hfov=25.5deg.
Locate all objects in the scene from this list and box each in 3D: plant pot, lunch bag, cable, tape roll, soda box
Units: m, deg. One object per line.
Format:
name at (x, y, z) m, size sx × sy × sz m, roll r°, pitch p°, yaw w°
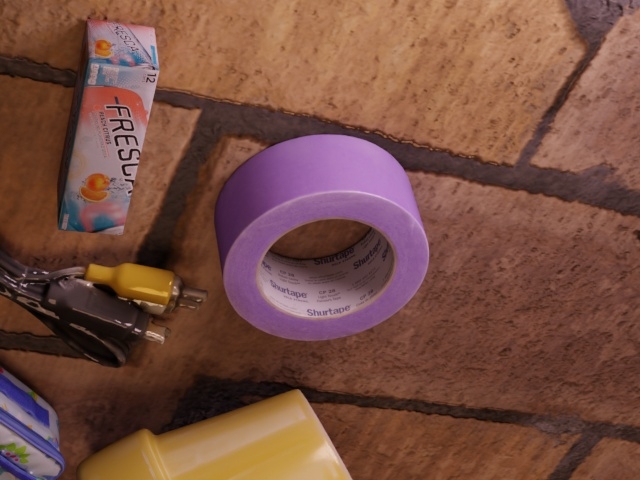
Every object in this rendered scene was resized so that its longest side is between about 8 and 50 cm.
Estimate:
plant pot at (-0.085, 0.281, 1.443) m, size 0.239 × 0.254 × 0.254 m, roll -29°, pitch 134°, yaw -6°
lunch bag at (-0.369, 0.189, 1.388) m, size 0.176 × 0.090 × 0.219 m, roll -30°, pitch 133°, yaw 12°
cable at (-0.254, 0.036, 1.307) m, size 0.287 × 0.072 × 0.139 m, roll 24°, pitch 142°, yaw -16°
tape roll at (0.000, 0.000, 1.290) m, size 0.188 × 0.080 × 0.189 m, roll -6°, pitch 133°, yaw -6°
soda box at (-0.179, -0.091, 1.174) m, size 0.058 × 0.063 × 0.183 m, roll 5°, pitch 132°, yaw -16°
